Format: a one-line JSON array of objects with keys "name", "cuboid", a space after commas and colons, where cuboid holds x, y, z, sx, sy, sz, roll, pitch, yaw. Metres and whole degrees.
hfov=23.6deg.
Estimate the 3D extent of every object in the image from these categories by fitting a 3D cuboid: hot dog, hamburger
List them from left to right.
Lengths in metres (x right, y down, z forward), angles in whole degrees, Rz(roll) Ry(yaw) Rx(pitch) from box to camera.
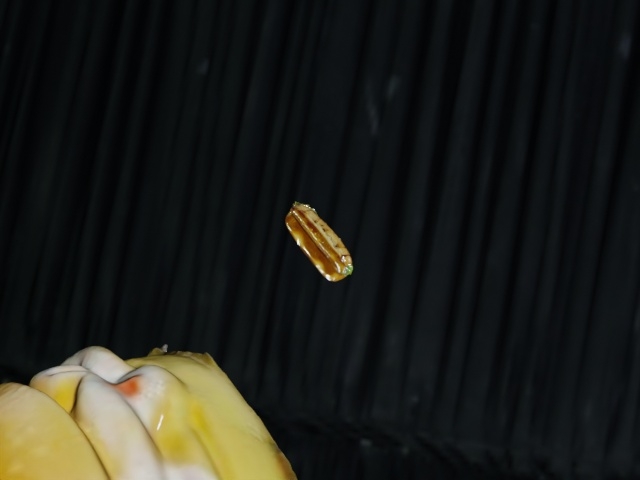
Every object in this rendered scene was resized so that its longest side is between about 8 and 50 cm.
[{"name": "hamburger", "cuboid": [-0.160, 0.208, 0.978, 0.237, 0.276, 0.276, -12, -175, -33]}, {"name": "hot dog", "cuboid": [0.000, 0.000, 1.824, 0.037, 0.122, 0.049, -9, 143, -43]}]

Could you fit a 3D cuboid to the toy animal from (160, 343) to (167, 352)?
[{"name": "toy animal", "cuboid": [-0.192, 0.208, 1.603, 0.179, 0.188, 0.089, -6, 177, -17]}]
